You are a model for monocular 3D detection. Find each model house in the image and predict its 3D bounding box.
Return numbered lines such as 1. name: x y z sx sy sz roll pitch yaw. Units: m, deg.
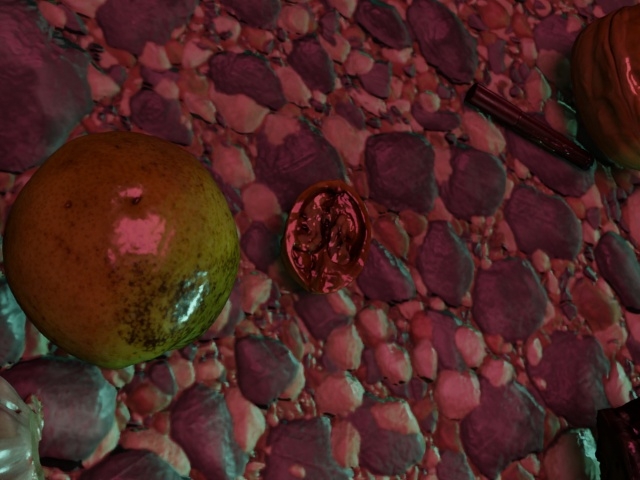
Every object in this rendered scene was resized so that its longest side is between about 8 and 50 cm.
1. model house: 0.373 0.223 0.993 0.164 0.203 0.141 -17 47 0

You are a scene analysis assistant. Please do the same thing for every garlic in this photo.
1. garlic: -0.315 0.163 0.751 0.194 0.127 0.131 0 78 -3

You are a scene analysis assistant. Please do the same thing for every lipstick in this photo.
1. lipstick: 0.247 -0.130 1.123 0.176 0.027 0.027 28 66 -15

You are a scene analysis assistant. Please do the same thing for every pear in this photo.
1. pear: -0.159 0.014 0.808 0.197 0.197 0.197 7 73 -22

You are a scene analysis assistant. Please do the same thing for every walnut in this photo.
1. walnut: 0.000 0.000 0.963 0.091 0.052 0.121 22 70 -18
2. walnut: 0.379 -0.177 1.116 0.165 0.165 0.197 -22 87 -27
